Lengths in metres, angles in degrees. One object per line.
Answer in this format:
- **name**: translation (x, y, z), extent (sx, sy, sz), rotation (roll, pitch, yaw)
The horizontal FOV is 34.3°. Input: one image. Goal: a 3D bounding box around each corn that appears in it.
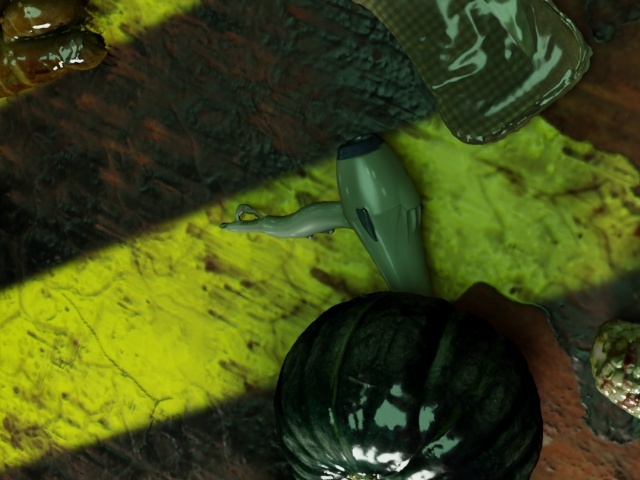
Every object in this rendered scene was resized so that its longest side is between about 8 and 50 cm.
- **corn**: translation (0.323, 0.132, 0.783), extent (0.253, 0.086, 0.086), rotation (24, 109, 18)

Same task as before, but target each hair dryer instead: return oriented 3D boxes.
- **hair dryer**: translation (0.016, 0.014, 0.911), extent (0.199, 0.067, 0.167), rotation (-28, 95, 36)

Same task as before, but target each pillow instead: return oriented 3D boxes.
- **pillow**: translation (0.112, -0.184, 0.833), extent (0.135, 0.034, 0.211), rotation (-39, 87, 23)

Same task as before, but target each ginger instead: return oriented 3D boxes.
- **ginger**: translation (-0.280, -0.194, 0.976), extent (0.162, 0.073, 0.103), rotation (-12, 110, 18)

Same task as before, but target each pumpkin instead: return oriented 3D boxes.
- **pumpkin**: translation (0.069, 0.143, 0.839), extent (0.221, 0.162, 0.220), rotation (21, 137, 21)
